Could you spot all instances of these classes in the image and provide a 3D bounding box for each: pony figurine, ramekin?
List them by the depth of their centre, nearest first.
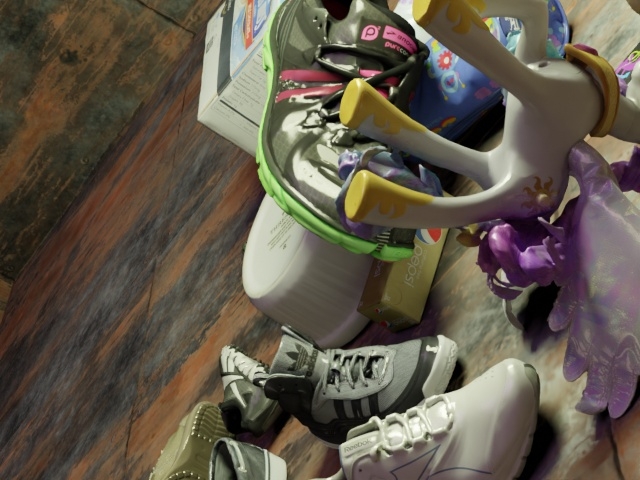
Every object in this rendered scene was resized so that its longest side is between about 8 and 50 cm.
[{"bbox_3d":[0.196,-0.058,1.243,0.351,0.363,0.303,-71,24,15],"label":"pony figurine"},{"bbox_3d":[0.000,0.000,1.817,0.273,0.127,0.273,-49,28,39],"label":"ramekin"}]

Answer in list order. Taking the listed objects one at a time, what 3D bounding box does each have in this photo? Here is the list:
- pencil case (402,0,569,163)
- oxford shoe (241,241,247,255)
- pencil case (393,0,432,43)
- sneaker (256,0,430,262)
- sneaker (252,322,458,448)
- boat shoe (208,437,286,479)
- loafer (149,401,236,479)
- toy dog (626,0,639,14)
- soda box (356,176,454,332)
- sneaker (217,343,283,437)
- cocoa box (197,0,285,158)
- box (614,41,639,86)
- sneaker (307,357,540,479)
[{"bbox_3d":[0.182,-0.205,1.729,0.306,0.119,0.133,-36,51,47],"label":"pencil case"},{"bbox_3d":[-0.054,0.023,2.062,0.096,0.083,0.227,-43,18,-10],"label":"oxford shoe"},{"bbox_3d":[0.113,-0.225,1.935,0.273,0.113,0.124,-64,-22,-10],"label":"pencil case"},{"bbox_3d":[0.032,-0.179,1.663,0.202,0.185,0.483,-52,36,39],"label":"sneaker"},{"bbox_3d":[0.027,0.151,1.538,0.268,0.153,0.101,-34,32,50],"label":"sneaker"},{"bbox_3d":[-0.101,0.350,1.640,0.108,0.102,0.301,-49,22,28],"label":"boat shoe"},{"bbox_3d":[-0.189,0.345,1.884,0.092,0.102,0.269,-44,15,40],"label":"loafer"},{"bbox_3d":[0.427,-0.258,1.177,0.333,0.161,0.220,-32,26,-1],"label":"toy dog"},{"bbox_3d":[0.107,0.017,1.674,0.058,0.061,0.181,-28,37,55],"label":"soda box"},{"bbox_3d":[-0.109,0.212,1.896,0.106,0.078,0.234,-59,21,-5],"label":"sneaker"},{"bbox_3d":[-0.038,-0.299,2.225,0.228,0.231,0.347,-48,23,27],"label":"cocoa box"},{"bbox_3d":[0.361,-0.189,1.402,0.162,0.029,0.116,-50,21,22],"label":"box"},{"bbox_3d":[0.095,0.214,1.322,0.297,0.129,0.111,-48,21,26],"label":"sneaker"}]
